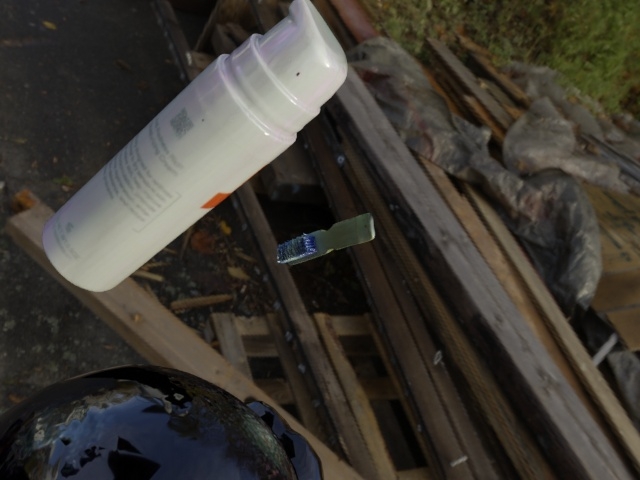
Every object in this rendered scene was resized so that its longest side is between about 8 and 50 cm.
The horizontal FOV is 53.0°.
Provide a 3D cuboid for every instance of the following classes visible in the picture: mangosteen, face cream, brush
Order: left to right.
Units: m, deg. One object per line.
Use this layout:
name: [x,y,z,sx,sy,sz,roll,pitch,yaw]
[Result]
mangosteen: [-0.107,0.181,0.377,0.243,0.242,0.242,18,38,-15]
face cream: [-0.118,-0.079,0.599,0.102,0.346,0.102,43,25,-26]
brush: [0.001,0.000,0.794,0.030,0.179,0.033,6,75,-35]
